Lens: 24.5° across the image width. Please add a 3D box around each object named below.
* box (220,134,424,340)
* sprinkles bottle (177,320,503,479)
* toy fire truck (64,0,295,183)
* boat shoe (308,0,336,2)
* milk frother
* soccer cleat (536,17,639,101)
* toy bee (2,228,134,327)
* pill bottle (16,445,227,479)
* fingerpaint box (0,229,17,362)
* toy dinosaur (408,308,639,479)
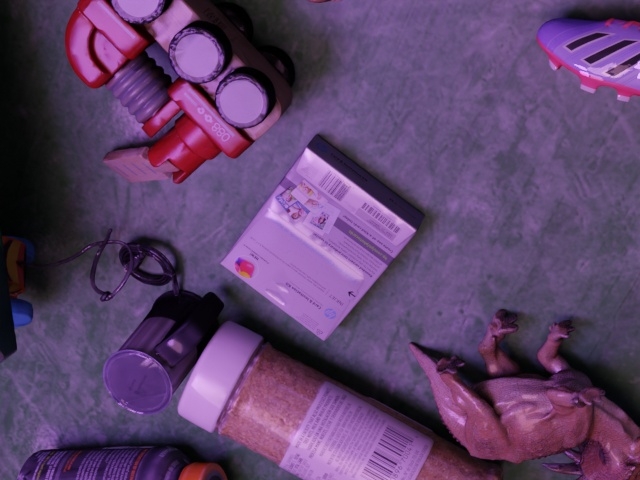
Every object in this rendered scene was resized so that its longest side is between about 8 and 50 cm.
[{"bbox_3d":[0.000,0.000,1.568,0.145,0.038,0.186,37,123,-1],"label":"box"},{"bbox_3d":[0.021,0.222,1.632,0.355,0.121,0.121,28,123,4],"label":"sprinkles bottle"},{"bbox_3d":[-0.175,-0.151,1.502,0.217,0.158,0.246,45,113,-8],"label":"toy fire truck"},{"bbox_3d":[0.023,-0.362,1.310,0.123,0.120,0.324,10,121,15],"label":"boat shoe"},{"bbox_3d":[-0.193,0.092,1.632,0.143,0.135,0.129,31,123,2],"label":"milk frother"},{"bbox_3d":[0.312,-0.161,1.319,0.248,0.083,0.095,29,119,26],"label":"soccer cleat"},{"bbox_3d":[-0.382,0.025,1.651,0.298,0.162,0.195,-36,57,24],"label":"toy bee"},{"bbox_3d":[-0.234,0.313,1.772,0.246,0.130,0.130,-5,116,23],"label":"pill bottle"},{"bbox_3d":[-0.559,-0.044,1.512,0.445,0.163,0.371,0,106,20],"label":"fingerpaint box"},{"bbox_3d":[0.221,0.194,1.548,0.296,0.127,0.200,7,127,23],"label":"toy dinosaur"}]
